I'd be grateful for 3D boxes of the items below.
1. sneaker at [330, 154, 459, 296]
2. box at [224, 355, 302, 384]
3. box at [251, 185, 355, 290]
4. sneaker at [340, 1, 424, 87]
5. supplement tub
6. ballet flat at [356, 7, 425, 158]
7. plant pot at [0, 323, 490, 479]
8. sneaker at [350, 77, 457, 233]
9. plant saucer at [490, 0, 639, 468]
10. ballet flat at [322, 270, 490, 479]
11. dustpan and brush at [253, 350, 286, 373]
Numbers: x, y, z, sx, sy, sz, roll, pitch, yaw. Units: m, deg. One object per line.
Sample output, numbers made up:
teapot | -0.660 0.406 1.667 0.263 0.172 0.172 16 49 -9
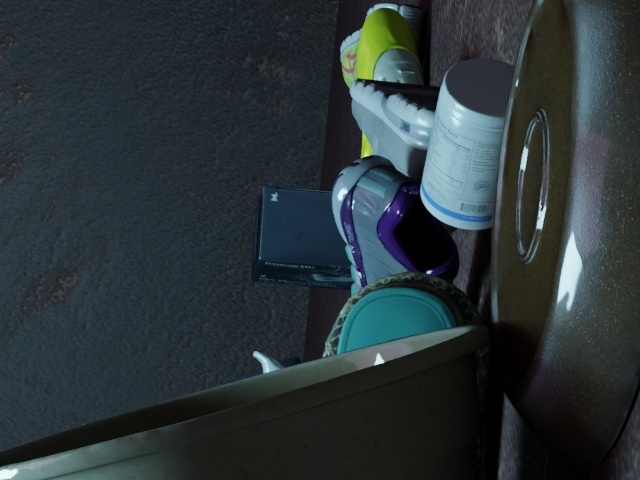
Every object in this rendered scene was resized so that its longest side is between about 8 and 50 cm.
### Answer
sneaker | 0.075 0.044 1.506 0.098 0.083 0.223 24 141 54
box | -0.029 0.255 2.038 0.153 0.108 0.207 -93 -22 -65
box | 0.000 0.000 2.264 0.158 0.156 0.093 115 160 -78
sneaker | 0.066 -0.189 2.143 0.208 0.081 0.094 110 163 -73
supplement tub | 0.112 -0.067 1.352 0.071 0.071 0.107 -89 6 -49
ballet flat | 0.080 -0.129 2.009 0.077 0.077 0.231 -167 79 -65
plant pot | -0.021 0.239 1.145 0.334 0.334 0.305 157 97 -86
sneaker | 0.076 -0.074 1.631 0.281 0.105 0.115 -110 26 -80
plant saucer | 0.140 -0.029 1.074 0.310 0.050 0.310 -175 90 -87
ballet flat | 0.052 0.267 1.389 0.182 0.164 0.482 51 -134 -64
dustpan and brush | 0.007 0.190 1.891 0.060 0.211 0.147 -55 -2 -12
